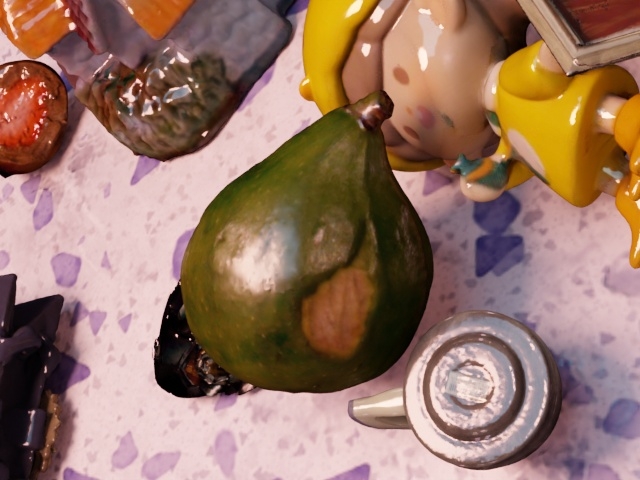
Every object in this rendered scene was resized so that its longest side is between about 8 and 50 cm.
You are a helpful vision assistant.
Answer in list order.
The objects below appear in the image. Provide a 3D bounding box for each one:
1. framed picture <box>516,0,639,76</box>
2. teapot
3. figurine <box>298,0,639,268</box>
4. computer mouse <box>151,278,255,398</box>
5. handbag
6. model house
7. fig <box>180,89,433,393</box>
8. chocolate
[{"bbox_3d":[0.222,-0.223,0.678,0.216,0.016,0.273,-16,45,-1],"label":"framed picture"},{"bbox_3d":[0.114,0.126,0.721,0.149,0.108,0.111,-40,58,12],"label":"teapot"},{"bbox_3d":[0.128,-0.114,0.759,0.187,0.215,0.343,-31,50,-26],"label":"figurine"},{"bbox_3d":[-0.077,0.055,0.906,0.241,0.077,0.146,-42,53,11],"label":"computer mouse"},{"bbox_3d":[-0.413,0.209,1.042,0.329,0.122,0.303,-14,61,31],"label":"handbag"},{"bbox_3d":[-0.250,-0.315,1.029,0.297,0.339,0.360,-45,51,8],"label":"model house"},{"bbox_3d":[0.000,0.000,0.750,0.195,0.195,0.245,22,104,39],"label":"fig"},{"bbox_3d":[-0.360,-0.151,1.171,0.133,0.124,0.127,-39,42,-6],"label":"chocolate"}]
